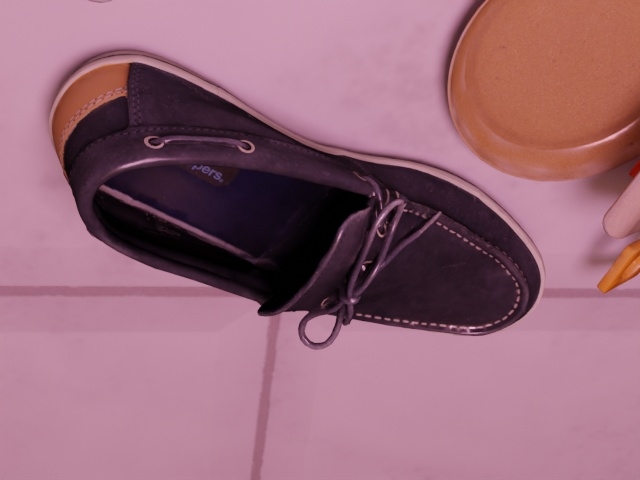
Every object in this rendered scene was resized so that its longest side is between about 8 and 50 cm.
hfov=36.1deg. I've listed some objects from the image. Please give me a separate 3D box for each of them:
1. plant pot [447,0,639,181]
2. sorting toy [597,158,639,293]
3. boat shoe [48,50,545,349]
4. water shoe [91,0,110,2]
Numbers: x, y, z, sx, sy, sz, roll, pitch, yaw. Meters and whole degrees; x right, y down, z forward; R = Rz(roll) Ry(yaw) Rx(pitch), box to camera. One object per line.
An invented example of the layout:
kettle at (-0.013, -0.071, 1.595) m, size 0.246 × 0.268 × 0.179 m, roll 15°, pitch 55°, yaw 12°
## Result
plant pot at (0.223, -0.153, 0.845) m, size 0.237 × 0.032 × 0.236 m, roll -5°, pitch 132°, yaw -5°
sorting toy at (0.339, -0.089, 0.877) m, size 0.196 × 0.047 × 0.347 m, roll -11°, pitch 141°, yaw -47°
boat shoe at (0.000, 0.000, 0.866) m, size 0.500 × 0.156 × 0.186 m, roll 23°, pitch 122°, yaw -27°
water shoe at (-0.179, -0.255, 0.669) m, size 0.080 × 0.073 × 0.203 m, roll -24°, pitch 130°, yaw 9°
